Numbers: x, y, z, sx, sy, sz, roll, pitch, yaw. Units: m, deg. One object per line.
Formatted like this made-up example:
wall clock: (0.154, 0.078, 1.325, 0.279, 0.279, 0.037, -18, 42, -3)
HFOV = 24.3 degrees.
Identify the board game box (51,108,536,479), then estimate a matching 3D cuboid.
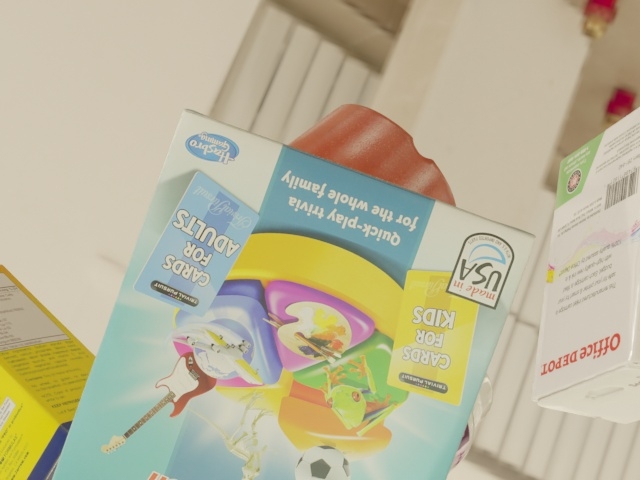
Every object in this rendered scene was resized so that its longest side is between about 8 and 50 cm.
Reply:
board game box: (-0.029, 0.109, 1.031, 0.254, 0.336, 0.079, 20, -177, -1)

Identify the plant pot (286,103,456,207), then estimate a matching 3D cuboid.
plant pot: (0.000, 0.000, 1.712, 0.272, 0.265, 0.272, 40, 158, 19)

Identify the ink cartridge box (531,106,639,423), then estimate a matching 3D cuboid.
ink cartridge box: (0.319, 0.027, 1.482, 0.117, 0.278, 0.201, 16, 159, -15)

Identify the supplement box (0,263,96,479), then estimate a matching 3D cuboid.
supplement box: (-0.451, 0.220, 2.127, 0.356, 0.195, 0.194, 41, -159, 22)

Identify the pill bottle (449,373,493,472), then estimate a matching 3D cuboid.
pill bottle: (0.092, 0.251, 1.897, 0.169, 0.301, 0.169, 21, 126, 31)
